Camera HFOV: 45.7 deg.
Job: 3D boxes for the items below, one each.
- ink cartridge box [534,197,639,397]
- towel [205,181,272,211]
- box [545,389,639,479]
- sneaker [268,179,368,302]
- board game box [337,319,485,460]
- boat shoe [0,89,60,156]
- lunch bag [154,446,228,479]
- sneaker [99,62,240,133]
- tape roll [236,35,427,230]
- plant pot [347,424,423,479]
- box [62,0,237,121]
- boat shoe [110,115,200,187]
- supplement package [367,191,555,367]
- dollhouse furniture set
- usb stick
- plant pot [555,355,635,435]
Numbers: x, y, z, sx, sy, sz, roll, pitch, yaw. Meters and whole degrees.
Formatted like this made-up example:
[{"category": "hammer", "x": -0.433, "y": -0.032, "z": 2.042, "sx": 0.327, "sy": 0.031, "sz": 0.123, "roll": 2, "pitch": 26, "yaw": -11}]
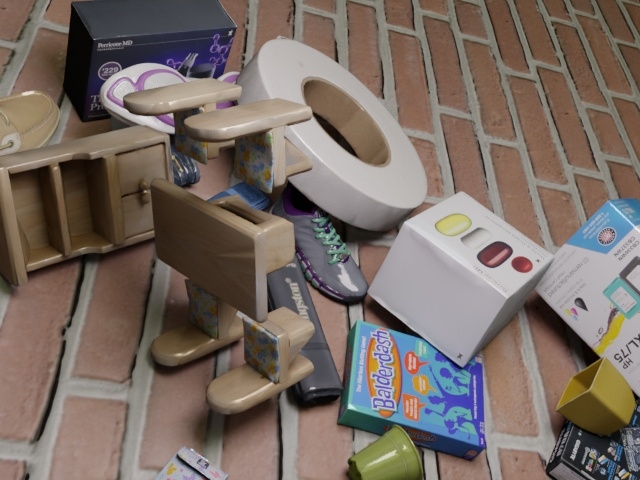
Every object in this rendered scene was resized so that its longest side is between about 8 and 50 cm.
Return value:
[{"category": "ink cartridge box", "x": 0.534, "y": 0.092, "z": 1.266, "sx": 0.270, "sy": 0.198, "sz": 0.197, "roll": 49, "pitch": 28, "yaw": 22}, {"category": "towel", "x": -0.143, "y": -0.059, "z": 1.264, "sx": 0.067, "sy": 0.029, "sz": 0.119, "roll": 42, "pitch": 48, "yaw": 17}, {"category": "box", "x": 0.462, "y": 0.319, "z": 1.170, "sx": 0.175, "sy": 0.051, "sz": 0.220, "roll": 34, "pitch": 45, "yaw": 8}, {"category": "sneaker", "x": 0.000, "y": 0.000, "z": 1.223, "sx": 0.083, "sy": 0.098, "sz": 0.223, "roll": -29, "pitch": 66, "yaw": -39}, {"category": "board game box", "x": 0.137, "y": 0.219, "z": 1.122, "sx": 0.210, "sy": 0.047, "sz": 0.160, "roll": 17, "pitch": 46, "yaw": -8}, {"category": "boat shoe", "x": -0.513, "y": -0.162, "z": 1.147, "sx": 0.109, "sy": 0.098, "sz": 0.302, "roll": 36, "pitch": 46, "yaw": 10}, {"category": "lunch bag", "x": -0.160, "y": 0.295, "z": 0.924, "sx": 0.071, "sy": 0.053, "sz": 0.083, "roll": 35, "pitch": 37, "yaw": 7}, {"category": "sneaker", "x": -0.242, "y": -0.217, "z": 1.272, "sx": 0.305, "sy": 0.152, "sz": 0.114, "roll": -6, "pitch": 85, "yaw": -48}, {"category": "tape roll", "x": 0.025, "y": -0.189, "z": 1.324, "sx": 0.392, "sy": 0.072, "sz": 0.392, "roll": 32, "pitch": 33, "yaw": -23}, {"category": "plant pot", "x": 0.081, "y": 0.299, "z": 1.013, "sx": 0.079, "sy": 0.083, "sz": 0.083, "roll": -17, "pitch": 58, "yaw": -19}, {"category": "box", "x": -0.298, "y": -0.320, "z": 1.322, "sx": 0.261, "sy": 0.184, "sz": 0.103, "roll": -16, "pitch": 58, "yaw": -33}, {"category": "boat shoe", "x": -0.278, "y": -0.152, "z": 1.272, "sx": 0.083, "sy": 0.065, "sz": 0.183, "roll": -16, "pitch": 60, "yaw": -43}, {"category": "supplement package", "x": 0.224, "y": 0.053, "z": 1.203, "sx": 0.194, "sy": 0.149, "sz": 0.203, "roll": 37, "pitch": 35, "yaw": 19}, {"category": "dollhouse furniture set", "x": -0.225, "y": -0.009, "z": 0.971, "sx": 0.256, "sy": 0.362, "sz": 0.394, "roll": -22, "pitch": 34, "yaw": -37}, {"category": "usb stick", "x": -0.038, "y": 0.119, "z": 1.138, "sx": 0.077, "sy": 0.045, "sz": 0.278, "roll": -3, "pitch": 51, "yaw": -24}, {"category": "plant pot", "x": 0.418, "y": 0.241, "z": 1.134, "sx": 0.083, "sy": 0.081, "sz": 0.081, "roll": 43, "pitch": 47, "yaw": 4}]
